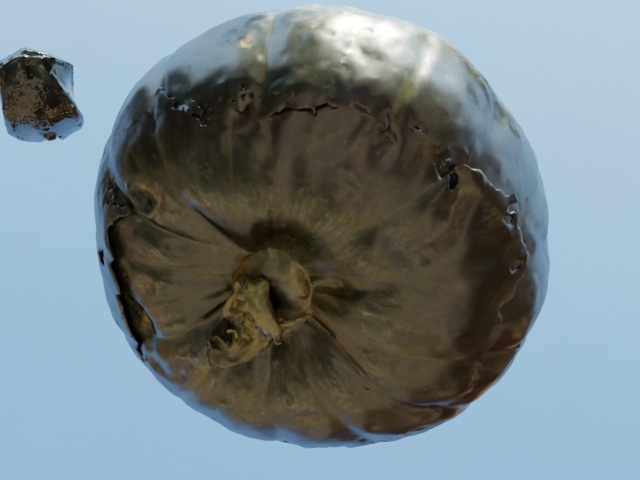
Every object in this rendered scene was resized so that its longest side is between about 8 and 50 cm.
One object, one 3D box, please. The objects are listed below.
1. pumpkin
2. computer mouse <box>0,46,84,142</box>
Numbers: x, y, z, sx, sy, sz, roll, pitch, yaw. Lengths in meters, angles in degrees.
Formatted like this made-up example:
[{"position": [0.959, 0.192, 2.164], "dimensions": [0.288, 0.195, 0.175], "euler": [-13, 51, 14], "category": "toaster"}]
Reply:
[{"position": [-0.001, 0.002, 0.553], "dimensions": [0.238, 0.159, 0.238], "euler": [9, -50, 12], "category": "pumpkin"}, {"position": [-0.262, -0.124, 1.037], "dimensions": [0.079, 0.135, 0.047], "euler": [-11, -118, -6], "category": "computer mouse"}]
